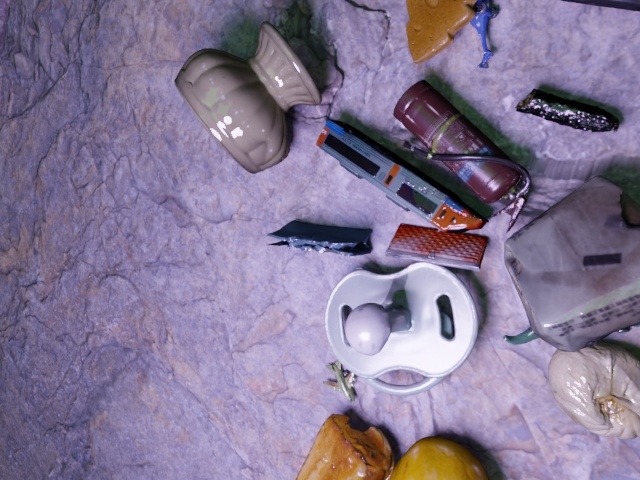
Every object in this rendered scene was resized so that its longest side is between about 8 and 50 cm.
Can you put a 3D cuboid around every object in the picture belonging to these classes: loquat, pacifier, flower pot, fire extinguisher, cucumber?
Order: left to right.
[{"bbox_3d":[-0.147,-0.328,1.000,0.244,0.307,0.307,-37,77,7],"label":"flower pot"},{"bbox_3d":[0.137,0.186,0.894,0.343,0.269,0.288,-14,81,30],"label":"pacifier"},{"bbox_3d":[0.240,0.522,0.882,0.213,0.246,0.213,0,91,15],"label":"loquat"},{"bbox_3d":[0.288,-0.168,0.886,0.341,0.105,0.141,50,134,15],"label":"fire extinguisher"},{"bbox_3d":[0.463,-0.240,0.818,0.181,0.053,0.053,26,105,21],"label":"cucumber"}]

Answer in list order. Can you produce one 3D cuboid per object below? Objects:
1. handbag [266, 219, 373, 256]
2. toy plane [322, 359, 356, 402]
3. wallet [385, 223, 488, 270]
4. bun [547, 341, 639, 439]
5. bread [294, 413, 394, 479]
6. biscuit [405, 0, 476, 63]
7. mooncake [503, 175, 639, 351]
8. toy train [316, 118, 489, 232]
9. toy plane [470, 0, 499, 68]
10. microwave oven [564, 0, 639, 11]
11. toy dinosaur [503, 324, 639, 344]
[{"bbox_3d":[0.000,0.000,1.019,0.221,0.144,0.057,8,104,25],"label":"handbag"},{"bbox_3d":[0.056,0.348,1.076,0.102,0.040,0.111,-37,78,26],"label":"toy plane"},{"bbox_3d":[0.247,0.012,0.926,0.196,0.103,0.020,10,133,28],"label":"wallet"},{"bbox_3d":[0.514,0.274,0.796,0.164,0.111,0.188,-31,77,23],"label":"bun"},{"bbox_3d":[0.044,0.584,1.036,0.195,0.148,0.344,39,109,39],"label":"bread"},{"bbox_3d":[0.247,-0.484,0.892,0.212,0.041,0.239,42,125,37],"label":"biscuit"},{"bbox_3d":[0.458,0.042,0.753,0.254,0.250,0.136,-35,122,26],"label":"mooncake"},{"bbox_3d":[0.169,-0.130,0.954,0.409,0.086,0.089,39,110,19],"label":"toy train"},{"bbox_3d":[0.322,-0.434,0.878,0.062,0.054,0.167,-13,87,52],"label":"toy plane"},{"bbox_3d":[0.483,-0.480,0.649,0.237,0.295,0.181,22,104,24],"label":"microwave oven"},{"bbox_3d":[0.503,0.148,0.813,0.292,0.079,0.120,-42,70,21],"label":"toy dinosaur"}]
